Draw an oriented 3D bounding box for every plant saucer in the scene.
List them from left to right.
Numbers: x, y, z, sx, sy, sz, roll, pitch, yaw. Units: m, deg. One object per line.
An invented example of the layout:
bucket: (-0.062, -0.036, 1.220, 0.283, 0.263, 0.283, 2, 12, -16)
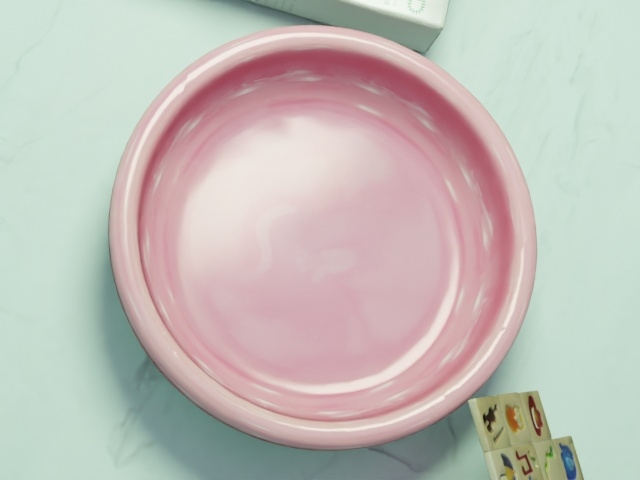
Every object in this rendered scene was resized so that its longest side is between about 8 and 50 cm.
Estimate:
plant saucer: (0.000, 0.000, 1.156, 0.332, 0.084, 0.332, 3, 76, -11)

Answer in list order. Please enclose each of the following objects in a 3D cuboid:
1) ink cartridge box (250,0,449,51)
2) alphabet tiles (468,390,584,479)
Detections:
ink cartridge box: (-0.044, -0.283, 1.231, 0.332, 0.065, 0.165, 17, 73, -8)
alphabet tiles: (0.168, 0.228, 1.097, 0.009, 0.198, 0.237, -22, 77, 29)
